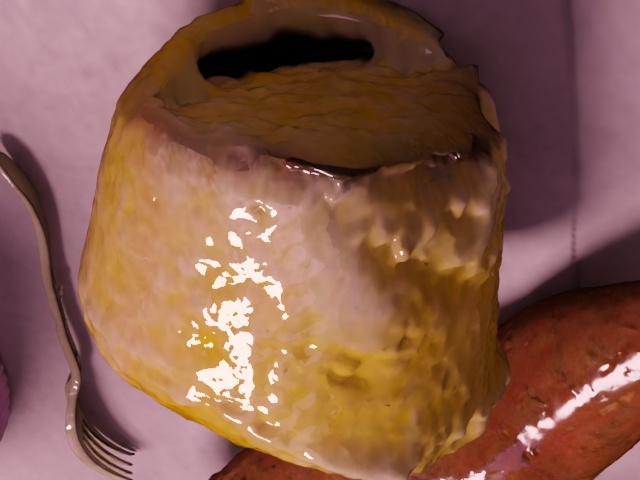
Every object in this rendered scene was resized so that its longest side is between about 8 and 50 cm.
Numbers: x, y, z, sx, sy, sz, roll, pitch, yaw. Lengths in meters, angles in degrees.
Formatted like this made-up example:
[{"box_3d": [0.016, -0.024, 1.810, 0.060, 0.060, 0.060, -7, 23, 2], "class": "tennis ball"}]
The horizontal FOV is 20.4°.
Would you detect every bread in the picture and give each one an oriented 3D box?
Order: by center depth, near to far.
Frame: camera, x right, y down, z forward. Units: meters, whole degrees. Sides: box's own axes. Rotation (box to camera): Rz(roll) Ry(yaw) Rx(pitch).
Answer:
[{"box_3d": [-0.003, 0.000, 0.757, 0.197, 0.197, 0.170, 12, 124, 1], "class": "bread"}]

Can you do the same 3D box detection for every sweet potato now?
[{"box_3d": [0.067, 0.101, 0.884, 0.354, 0.095, 0.106, -28, 164, 32], "class": "sweet potato"}]

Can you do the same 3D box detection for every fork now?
[{"box_3d": [-0.137, 0.045, 0.915, 0.028, 0.034, 0.219, -9, 128, 7], "class": "fork"}]

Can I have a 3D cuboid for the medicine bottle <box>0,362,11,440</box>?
[{"box_3d": [-0.270, 0.162, 0.868, 0.178, 0.291, 0.178, 5, 131, 6], "class": "medicine bottle"}]
